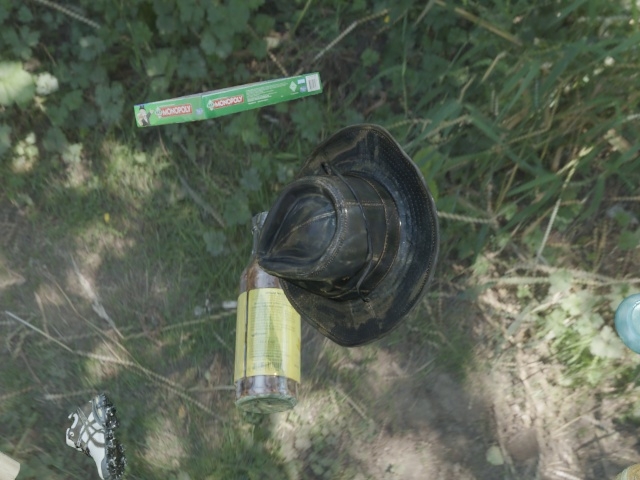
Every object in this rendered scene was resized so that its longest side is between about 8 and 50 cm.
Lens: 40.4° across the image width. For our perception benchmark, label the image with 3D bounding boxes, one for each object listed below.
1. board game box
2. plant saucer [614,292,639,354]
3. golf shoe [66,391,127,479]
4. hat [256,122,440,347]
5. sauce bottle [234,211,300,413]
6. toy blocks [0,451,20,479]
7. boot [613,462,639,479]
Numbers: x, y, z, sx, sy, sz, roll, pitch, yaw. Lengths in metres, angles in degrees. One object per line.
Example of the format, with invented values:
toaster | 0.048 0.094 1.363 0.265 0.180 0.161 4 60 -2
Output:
board game box | -0.180 -0.282 1.739 0.317 0.213 0.046 -22 108 -45
plant saucer | 0.580 0.145 1.530 0.119 0.021 0.119 1 67 -2
golf shoe | -0.405 0.366 1.558 0.094 0.077 0.198 -23 35 -5
hat | 0.000 0.000 1.181 0.134 0.331 0.331 -4 69 -40
sauce bottle | -0.086 0.115 1.476 0.111 0.111 0.344 4 63 -5
toy blocks | -0.575 0.354 1.082 0.288 0.309 0.260 -40 117 15
boot | 0.434 0.394 1.247 0.262 0.203 0.095 21 52 -41
